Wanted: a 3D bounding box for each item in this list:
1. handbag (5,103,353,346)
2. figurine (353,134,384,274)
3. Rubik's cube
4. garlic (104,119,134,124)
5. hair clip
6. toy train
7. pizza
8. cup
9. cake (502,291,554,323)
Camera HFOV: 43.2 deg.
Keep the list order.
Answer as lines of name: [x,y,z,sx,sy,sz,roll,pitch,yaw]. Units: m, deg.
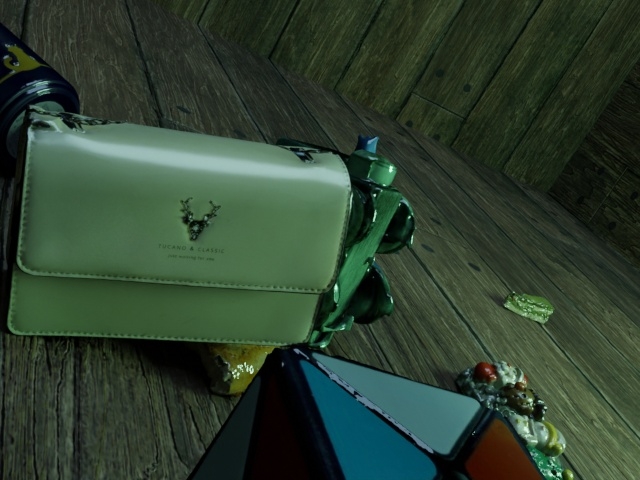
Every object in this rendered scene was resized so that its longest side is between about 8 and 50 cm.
handbag: [-0.164,-0.012,0.927,0.359,0.236,0.160,6,25,-22]
figurine: [0.017,-0.067,1.498,0.243,0.298,0.416,60,-1,-40]
Rubik's cube: [0.038,0.264,0.622,0.247,0.248,0.250,20,23,-28]
garlic: [-0.281,-0.086,1.187,0.228,0.152,0.228,22,14,-6]
hair clip: [0.303,0.274,1.241,0.138,0.091,0.321,23,19,-14]
toy train: [0.000,0.000,1.190,0.238,0.298,0.167,27,12,35]
pizza: [-0.129,0.126,1.028,0.161,0.062,0.182,34,23,-9]
cup: [-0.524,-0.209,1.179,0.256,0.178,0.255,40,60,20]
cake: [0.487,0.156,1.888,0.140,0.051,0.055,12,28,-39]
